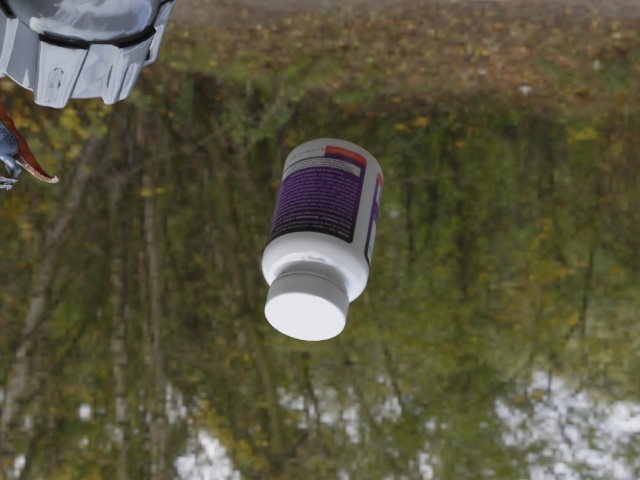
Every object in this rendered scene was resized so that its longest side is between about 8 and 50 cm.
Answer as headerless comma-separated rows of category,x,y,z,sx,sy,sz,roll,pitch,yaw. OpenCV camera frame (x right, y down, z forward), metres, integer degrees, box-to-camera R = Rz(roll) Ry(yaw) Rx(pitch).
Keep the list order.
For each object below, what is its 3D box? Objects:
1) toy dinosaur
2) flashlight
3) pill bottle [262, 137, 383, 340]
toy dinosaur,-0.259,-0.085,1.019,0.090,0.082,0.047,2,167,-6
flashlight,-0.104,-0.176,0.564,0.103,0.103,0.304,31,143,-2
pill bottle,0.000,0.000,1.241,0.108,0.194,0.108,7,142,6
